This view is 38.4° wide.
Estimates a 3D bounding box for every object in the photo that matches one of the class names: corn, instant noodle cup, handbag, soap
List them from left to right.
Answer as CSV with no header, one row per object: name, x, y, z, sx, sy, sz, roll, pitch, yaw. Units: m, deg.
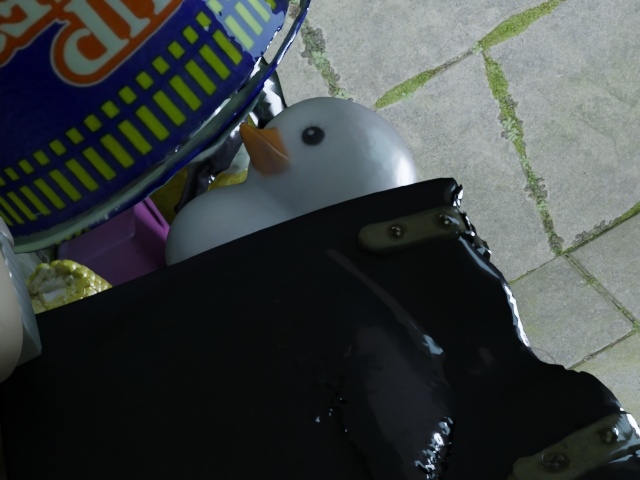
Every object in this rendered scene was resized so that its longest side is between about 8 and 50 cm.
instant noodle cup,-0.203,-0.193,0.533,0.312,0.284,0.284,50,5,-31
corn,-0.142,0.077,0.655,0.067,0.067,0.206,60,0,32
soap,-0.135,0.073,0.834,0.259,0.081,0.181,60,0,-25
handbag,0.004,0.109,0.455,0.342,0.288,0.152,60,-4,44

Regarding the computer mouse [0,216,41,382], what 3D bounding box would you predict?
computer mouse,-0.183,-0.008,0.361,0.145,0.082,0.236,59,1,16

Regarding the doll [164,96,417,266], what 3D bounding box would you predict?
doll,0.000,0.000,0.745,0.251,0.221,0.221,46,8,-35

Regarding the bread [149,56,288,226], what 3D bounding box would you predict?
bread,-0.175,-0.139,1.049,0.208,0.251,0.376,-75,147,-41

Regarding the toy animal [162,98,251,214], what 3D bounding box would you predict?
toy animal,-0.123,-0.094,0.804,0.094,0.121,0.225,46,5,27
